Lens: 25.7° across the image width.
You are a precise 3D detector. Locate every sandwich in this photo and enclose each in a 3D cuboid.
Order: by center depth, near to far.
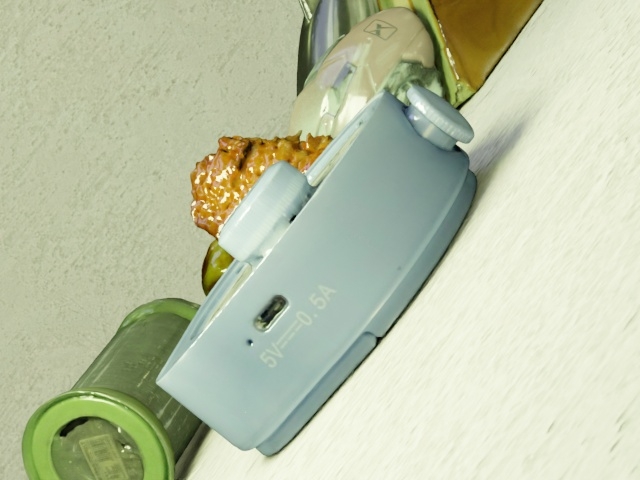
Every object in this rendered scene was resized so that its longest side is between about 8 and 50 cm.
[{"bbox_3d":[-0.036,-0.029,1.746,0.162,0.301,0.250,26,-77,-49],"label":"sandwich"},{"bbox_3d":[0.220,-0.303,1.982,0.198,0.227,0.155,-15,-11,-20],"label":"sandwich"}]

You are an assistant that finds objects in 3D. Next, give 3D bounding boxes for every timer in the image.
[{"bbox_3d":[0.000,0.000,1.406,0.395,0.173,0.395,-51,4,5],"label":"timer"}]

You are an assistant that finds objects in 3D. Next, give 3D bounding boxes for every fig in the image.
[{"bbox_3d":[-0.111,0.048,2.230,0.166,0.144,0.154,-32,33,-20],"label":"fig"}]

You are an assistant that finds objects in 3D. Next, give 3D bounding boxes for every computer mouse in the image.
[{"bbox_3d":[0.031,-0.142,1.919,0.115,0.199,0.389,13,-78,-50],"label":"computer mouse"}]

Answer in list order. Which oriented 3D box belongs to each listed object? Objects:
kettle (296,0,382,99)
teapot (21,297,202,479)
[{"bbox_3d":[0.078,-0.303,2.116,0.207,0.251,0.271,70,-166,-80],"label":"kettle"},{"bbox_3d":[-0.265,0.222,1.895,0.270,0.200,0.337,-16,17,21],"label":"teapot"}]
